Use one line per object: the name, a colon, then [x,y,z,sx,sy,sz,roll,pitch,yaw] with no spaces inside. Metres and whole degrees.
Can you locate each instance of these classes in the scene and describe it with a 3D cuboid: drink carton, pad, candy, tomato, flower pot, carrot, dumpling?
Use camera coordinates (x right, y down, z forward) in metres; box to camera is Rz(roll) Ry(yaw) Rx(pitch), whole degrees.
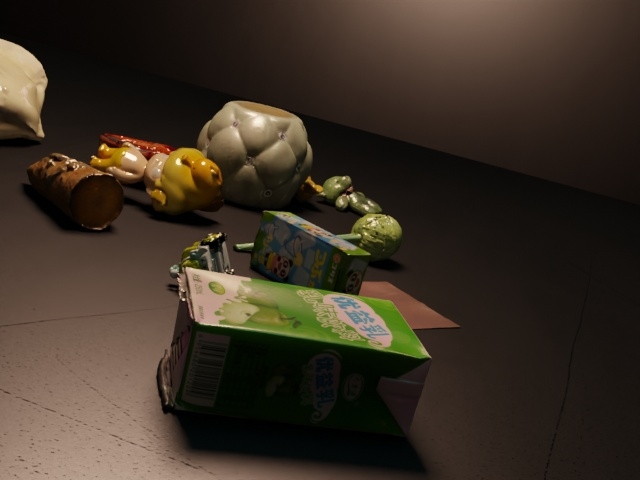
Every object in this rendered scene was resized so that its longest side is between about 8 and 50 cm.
drink carton: [-0.034,0.121,0.937,0.271,0.108,0.161,11,17,-15]
pad: [0.123,0.099,1.360,0.113,0.006,0.188,3,18,-37]
candy: [0.000,0.000,1.512,0.335,0.092,0.093,-3,58,-29]
tomato: [-0.360,-0.159,1.722,0.166,0.082,0.174,9,11,-33]
flower pot: [-0.138,-0.182,1.791,0.246,0.195,0.246,14,14,-3]
carrot: [-0.429,-0.092,1.425,0.102,0.102,0.263,0,14,-43]
candy: [-0.020,0.030,1.311,0.062,0.097,0.194,3,19,-47]
dumpling: [-0.698,-0.326,1.744,0.318,0.243,0.187,17,-20,-38]

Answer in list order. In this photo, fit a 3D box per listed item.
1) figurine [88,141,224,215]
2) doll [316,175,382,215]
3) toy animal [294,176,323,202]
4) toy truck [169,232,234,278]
figurine: [-0.292,-0.115,1.551,0.246,0.131,0.156,17,49,6]
doll: [0.073,-0.101,1.943,0.150,0.077,0.115,31,30,18]
toy animal: [-0.046,-0.121,1.893,0.083,0.070,0.159,-1,19,-27]
toy truck: [-0.171,0.034,1.218,0.077,0.076,0.111,-8,9,10]
